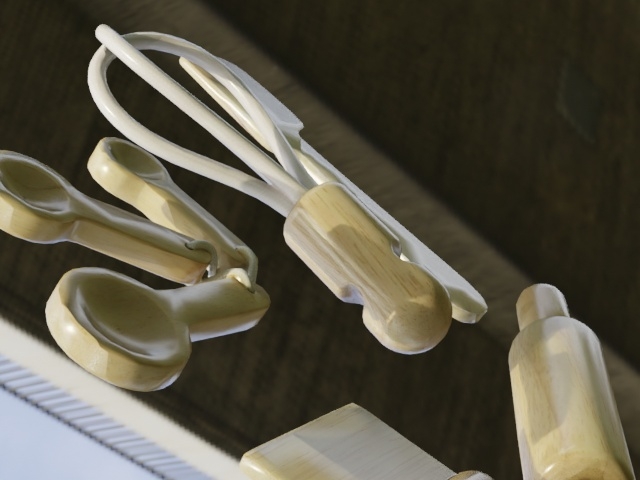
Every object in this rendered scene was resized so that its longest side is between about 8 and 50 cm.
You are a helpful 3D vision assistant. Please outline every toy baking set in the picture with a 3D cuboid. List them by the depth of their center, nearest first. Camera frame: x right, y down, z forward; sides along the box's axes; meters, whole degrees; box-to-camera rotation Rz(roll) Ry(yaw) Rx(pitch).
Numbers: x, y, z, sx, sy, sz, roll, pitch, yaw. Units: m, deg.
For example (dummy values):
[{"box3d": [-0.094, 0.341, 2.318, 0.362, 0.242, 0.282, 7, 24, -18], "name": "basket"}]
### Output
[{"box3d": [0.006, 0.004, 0.441, 0.196, 0.030, 0.256, 33, -158, -6], "name": "toy baking set"}]
